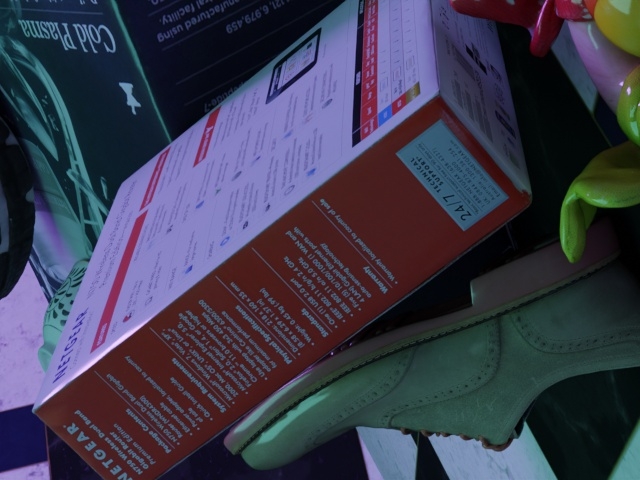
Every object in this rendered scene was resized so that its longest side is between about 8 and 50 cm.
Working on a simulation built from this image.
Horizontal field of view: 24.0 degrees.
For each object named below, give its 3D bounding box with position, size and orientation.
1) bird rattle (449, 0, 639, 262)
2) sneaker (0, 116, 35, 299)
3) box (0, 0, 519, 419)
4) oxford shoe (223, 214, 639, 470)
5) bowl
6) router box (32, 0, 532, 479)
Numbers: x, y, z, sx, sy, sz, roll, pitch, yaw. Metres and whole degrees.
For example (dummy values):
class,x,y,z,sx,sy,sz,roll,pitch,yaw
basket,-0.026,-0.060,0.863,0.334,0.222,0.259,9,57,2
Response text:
class,x,y,z,sx,sy,sz,roll,pitch,yaw
bird rattle,0.171,-0.125,0.777,0.207,0.143,0.253,111,149,-62
sneaker,-0.387,-0.128,1.412,0.182,0.158,0.410,-145,35,-67
box,-0.118,-0.130,1.398,0.480,0.297,0.472,14,133,55
oxford shoe,0.085,0.112,1.124,0.130,0.348,0.123,62,-157,0
bowl,-0.211,0.110,1.403,0.170,0.080,0.170,42,152,28
router box,-0.020,-0.033,0.962,0.082,0.301,0.335,47,-161,-18
